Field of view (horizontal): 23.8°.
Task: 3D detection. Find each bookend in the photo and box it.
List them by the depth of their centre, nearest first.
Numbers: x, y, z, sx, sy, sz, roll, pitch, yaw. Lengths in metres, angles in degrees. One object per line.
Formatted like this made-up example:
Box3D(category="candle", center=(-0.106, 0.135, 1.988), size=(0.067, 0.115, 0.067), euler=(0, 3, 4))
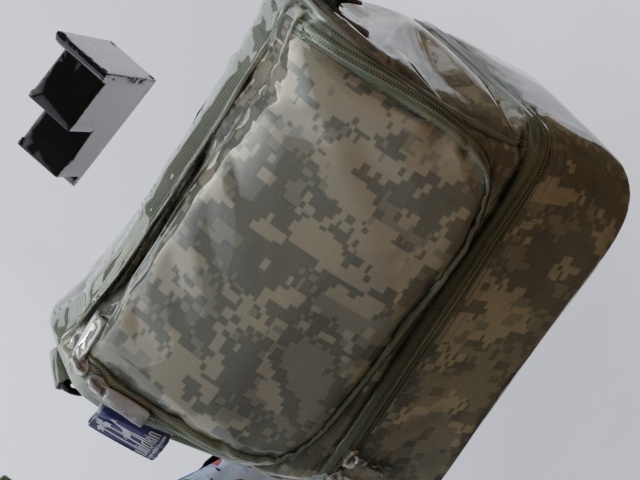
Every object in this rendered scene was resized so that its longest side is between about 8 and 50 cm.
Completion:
Box3D(category="bookend", center=(-0.273, -0.139, 1.641), size=(0.157, 0.072, 0.156), euler=(-51, -8, 11))

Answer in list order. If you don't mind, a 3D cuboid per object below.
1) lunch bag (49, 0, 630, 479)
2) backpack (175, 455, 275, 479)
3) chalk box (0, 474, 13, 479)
Box3D(category="lunch bag", center=(0.000, 0.000, 0.961), size=(0.256, 0.212, 0.305), euler=(22, -69, -35))
Box3D(category="backpack", center=(-0.070, 0.309, 1.364), size=(0.263, 0.213, 0.277), euler=(-35, -37, -29))
Box3D(category="chalk box", center=(-0.261, 0.358, 1.130), size=(0.180, 0.179, 0.289), euler=(-41, -17, -57))
